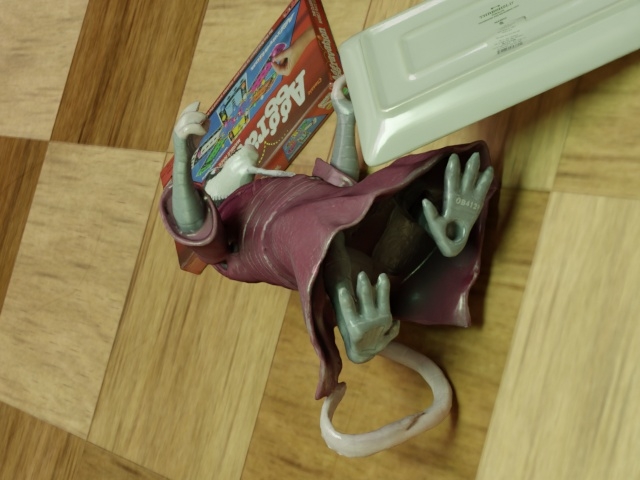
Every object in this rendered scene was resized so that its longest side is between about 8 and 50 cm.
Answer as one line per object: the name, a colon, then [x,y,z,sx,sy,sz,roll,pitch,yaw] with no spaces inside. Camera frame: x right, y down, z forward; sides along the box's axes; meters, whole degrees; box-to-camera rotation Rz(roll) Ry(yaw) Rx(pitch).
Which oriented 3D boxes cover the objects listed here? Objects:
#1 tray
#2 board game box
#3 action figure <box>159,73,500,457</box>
tray: [0.139,-0.166,1.275,0.270,0.030,0.145,-24,49,15]
board game box: [-0.073,-0.108,1.689,0.281,0.027,0.145,-49,40,32]
action figure: [0.000,0.000,1.430,0.370,0.248,0.276,8,109,56]
